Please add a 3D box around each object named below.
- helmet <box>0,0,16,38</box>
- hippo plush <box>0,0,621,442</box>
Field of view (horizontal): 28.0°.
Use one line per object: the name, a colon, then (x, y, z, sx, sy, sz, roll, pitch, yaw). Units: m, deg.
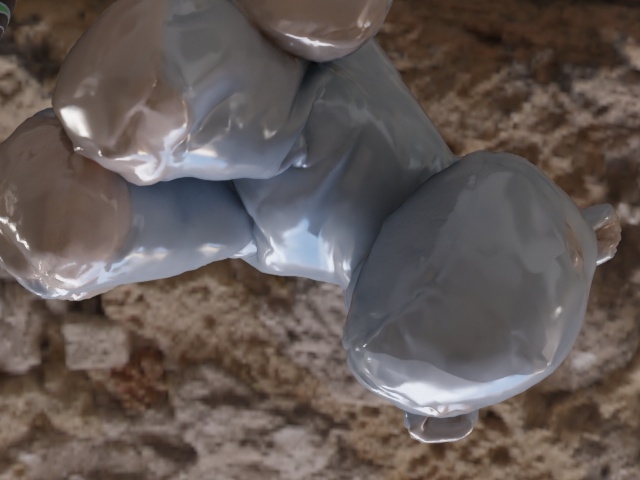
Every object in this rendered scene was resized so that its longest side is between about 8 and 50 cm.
helmet: (-0.230, -0.138, 0.625, 0.170, 0.161, 0.169, 4, -110, -10)
hippo plush: (0.000, 0.000, 0.608, 0.236, 0.234, 0.294, 47, -179, 1)
